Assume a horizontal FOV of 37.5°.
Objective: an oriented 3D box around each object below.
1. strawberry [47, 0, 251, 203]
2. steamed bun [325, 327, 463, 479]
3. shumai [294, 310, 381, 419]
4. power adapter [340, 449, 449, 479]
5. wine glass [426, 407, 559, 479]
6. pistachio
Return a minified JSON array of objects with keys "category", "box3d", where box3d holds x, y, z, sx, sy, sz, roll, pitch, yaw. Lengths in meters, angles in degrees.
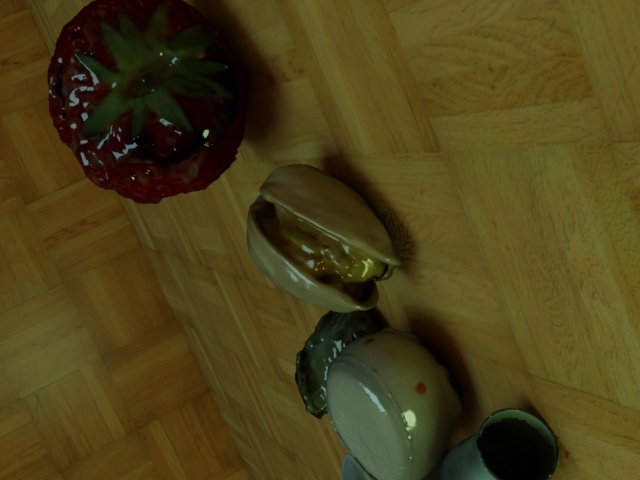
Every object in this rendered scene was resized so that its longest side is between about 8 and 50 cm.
[{"category":"strawberry","box3d":[-0.239,-0.182,1.323,0.292,0.292,0.310,58,155,13]},{"category":"steamed bun","box3d":[0.096,0.199,1.171,0.177,0.131,0.228,44,152,32]},{"category":"shumai","box3d":[0.020,0.175,1.326,0.184,0.142,0.184,52,162,25]},{"category":"power adapter","box3d":[0.079,0.355,1.267,0.125,0.205,0.130,42,132,55]},{"category":"wine glass","box3d":[0.188,0.267,1.066,0.103,0.103,0.231,55,157,22]},{"category":"pistachio","box3d":[0.000,0.000,1.144,0.229,0.157,0.157,38,150,41]}]
